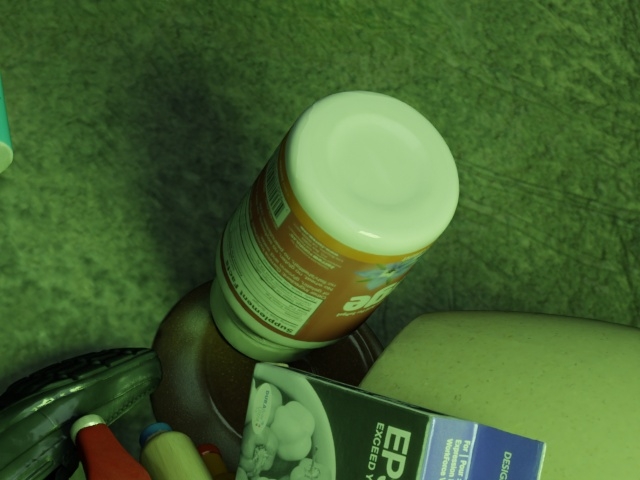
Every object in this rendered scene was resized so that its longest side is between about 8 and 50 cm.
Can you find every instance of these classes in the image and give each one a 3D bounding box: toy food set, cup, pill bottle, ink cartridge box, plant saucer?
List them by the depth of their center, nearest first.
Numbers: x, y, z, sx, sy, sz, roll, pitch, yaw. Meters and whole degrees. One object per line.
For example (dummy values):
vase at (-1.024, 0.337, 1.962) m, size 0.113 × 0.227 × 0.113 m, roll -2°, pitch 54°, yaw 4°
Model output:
ink cartridge box at (0.026, 0.195, 1.157) m, size 0.045 × 0.208 × 0.206 m, roll 7°, pitch 94°, yaw -49°
toy food set at (-0.148, 0.185, 1.243) m, size 0.232 × 0.111 × 0.104 m, roll -17°, pitch 44°, yaw -19°
cup at (0.130, 0.177, 1.270) m, size 0.237 × 0.331 × 0.331 m, roll 31°, pitch 53°, yaw 14°
pill bottle at (0.000, 0.000, 1.306) m, size 0.121 × 0.216 × 0.121 m, roll 11°, pitch 59°, yaw -18°
plant saucer at (-0.026, 0.104, 1.391) m, size 0.199 × 0.036 × 0.198 m, roll 10°, pitch 59°, yaw -18°

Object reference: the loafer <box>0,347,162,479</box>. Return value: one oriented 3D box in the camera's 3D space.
loafer at (-0.194, 0.138, 1.281) m, size 0.223 × 0.076 × 0.078 m, roll -29°, pitch 107°, yaw -38°

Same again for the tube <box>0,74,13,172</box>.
tube at (-0.272, -0.142, 1.420) m, size 0.080 × 0.052 × 0.207 m, roll 2°, pitch 55°, yaw -31°
